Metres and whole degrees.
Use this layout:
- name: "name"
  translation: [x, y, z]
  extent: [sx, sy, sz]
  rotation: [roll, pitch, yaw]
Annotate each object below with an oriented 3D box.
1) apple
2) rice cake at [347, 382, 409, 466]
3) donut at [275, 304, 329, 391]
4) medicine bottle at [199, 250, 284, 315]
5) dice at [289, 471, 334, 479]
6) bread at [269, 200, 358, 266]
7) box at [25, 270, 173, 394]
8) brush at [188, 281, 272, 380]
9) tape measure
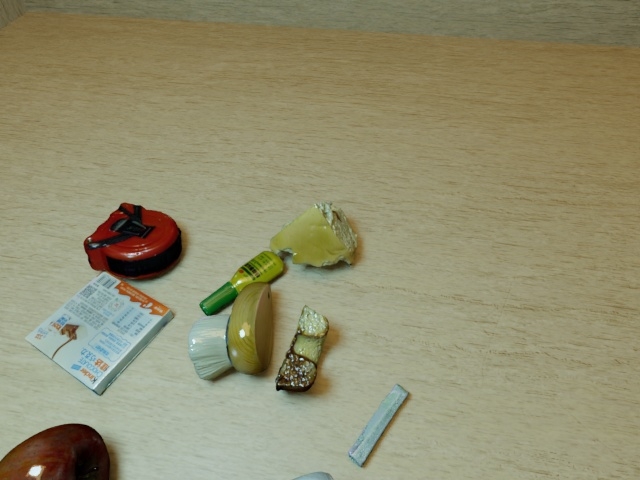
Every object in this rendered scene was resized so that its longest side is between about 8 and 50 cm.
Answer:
- name: "apple"
  translation: [-0.535, 0.482, 0.829]
  extent: [0.233, 0.234, 0.234]
  rotation: [-1, 50, 1]
- name: "rice cake"
  translation: [0.136, 0.417, 0.979]
  extent: [0.043, 0.034, 0.211]
  rotation: [32, 57, 22]
- name: "donut"
  translation: [-0.041, 0.279, 1.039]
  extent: [0.085, 0.141, 0.217]
  rotation: [17, 52, 3]
- name: "medicine bottle"
  translation: [-0.225, 0.123, 1.221]
  extent: [0.260, 0.064, 0.095]
  rotation: [-36, 58, -24]
- name: "dice"
  translation: [-0.035, 0.553, 0.768]
  extent: [0.194, 0.193, 0.192]
  rotation: [-18, 53, -11]
- name: "bread"
  translation: [-0.005, 0.009, 1.271]
  extent: [0.211, 0.224, 0.183]
  rotation: [56, 29, -5]
- name: "box"
  translation: [-0.589, 0.233, 1.148]
  extent: [0.273, 0.048, 0.265]
  rotation: [25, 54, 21]
- name: "brush"
  translation: [-0.214, 0.215, 1.086]
  extent: [0.166, 0.174, 0.267]
  rotation: [-6, 41, 9]
- name: "tape measure"
  translation: [-0.547, -0.002, 1.282]
  extent: [0.260, 0.114, 0.253]
  rotation: [11, 39, 6]
